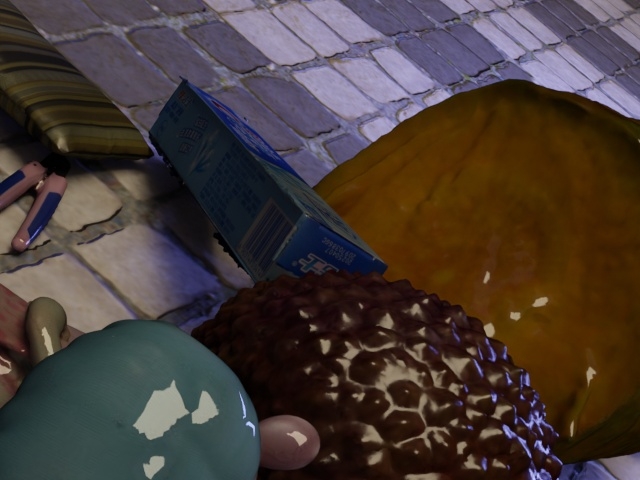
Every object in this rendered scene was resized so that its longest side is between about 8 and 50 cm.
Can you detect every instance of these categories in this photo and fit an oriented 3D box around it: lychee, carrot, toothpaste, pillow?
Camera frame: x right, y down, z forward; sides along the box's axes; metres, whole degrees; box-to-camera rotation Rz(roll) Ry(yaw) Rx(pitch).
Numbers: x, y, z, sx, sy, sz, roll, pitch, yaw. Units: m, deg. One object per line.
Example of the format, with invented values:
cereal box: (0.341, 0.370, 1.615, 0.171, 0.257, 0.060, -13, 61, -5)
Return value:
lychee: (0.028, 0.101, 0.580, 0.188, 0.188, 0.188, 27, 29, -17)
carrot: (0.150, 0.024, 0.782, 0.340, 0.241, 0.241, 6, 40, -45)
toothpaste: (-0.044, -0.034, 0.750, 0.066, 0.053, 0.272, 29, 9, -29)
pillow: (-0.208, -0.121, 0.814, 0.203, 0.038, 0.113, 44, 19, 16)

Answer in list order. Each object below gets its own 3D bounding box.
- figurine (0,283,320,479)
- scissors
figurine: (-0.147, 0.072, 0.471, 0.260, 0.103, 0.205, 22, 43, 26)
scissors: (-0.177, -0.029, 0.736, 0.039, 0.012, 0.113, 33, 28, -8)
